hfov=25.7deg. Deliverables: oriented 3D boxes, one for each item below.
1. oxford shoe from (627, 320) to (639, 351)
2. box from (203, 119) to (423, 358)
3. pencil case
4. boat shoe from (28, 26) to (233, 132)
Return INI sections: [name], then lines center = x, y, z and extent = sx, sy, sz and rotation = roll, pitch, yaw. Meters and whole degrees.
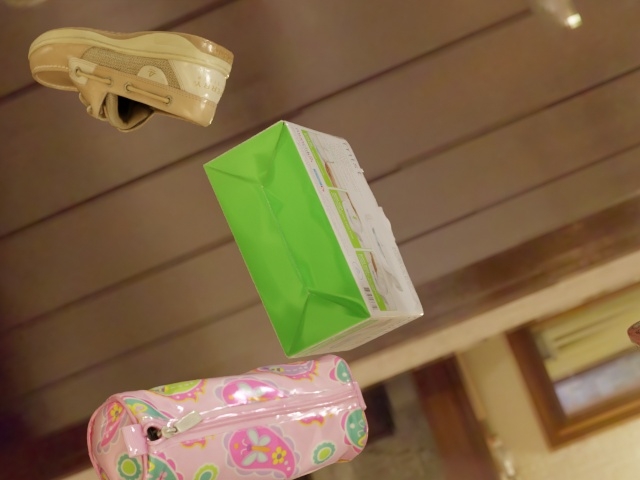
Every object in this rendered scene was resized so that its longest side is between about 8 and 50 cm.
[oxford shoe]
center = 0.501, 0.171, 1.684
extent = 0.348, 0.123, 0.130
rotation = 24, -46, 61
[box]
center = 0.000, 0.000, 1.749
extent = 0.261, 0.127, 0.231
rotation = 66, 17, 9
[pencil case]
center = -0.090, 0.191, 1.411
extent = 0.124, 0.284, 0.124
rotation = 12, -76, 54
[boat shoe]
center = -0.256, -0.197, 1.750
extent = 0.122, 0.341, 0.110
rotation = 18, 82, -46
